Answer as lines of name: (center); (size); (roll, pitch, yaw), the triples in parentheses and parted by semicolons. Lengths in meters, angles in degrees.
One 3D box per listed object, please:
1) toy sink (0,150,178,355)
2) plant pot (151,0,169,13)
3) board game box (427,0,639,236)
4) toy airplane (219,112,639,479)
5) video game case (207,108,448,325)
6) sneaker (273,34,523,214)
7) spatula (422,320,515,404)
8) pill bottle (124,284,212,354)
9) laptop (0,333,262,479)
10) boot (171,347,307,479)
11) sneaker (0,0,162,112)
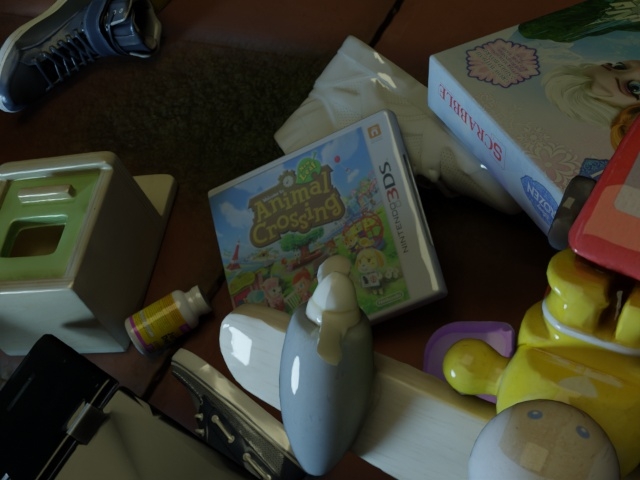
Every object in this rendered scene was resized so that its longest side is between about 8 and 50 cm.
toy sink: (-0.269, -0.009, 1.259); (0.153, 0.131, 0.234); (-3, 52, 22)
plant pot: (-0.264, -0.463, 1.584); (0.212, 0.187, 0.212); (25, 67, 38)
board game box: (0.309, -0.104, 1.034); (0.318, 0.066, 0.318); (-22, 48, -16)
toy airplane: (0.148, 0.150, 0.766); (0.386, 0.272, 0.384); (-25, 85, 20)
video game case: (0.000, 0.000, 1.129); (0.212, 0.023, 0.193); (-23, 67, 22)
sneaker: (0.075, -0.070, 1.181); (0.169, 0.108, 0.292); (-50, 52, 2)
spatula: (0.103, 0.200, 0.983); (0.084, 0.030, 0.296); (0, 54, 26)
pill bottle: (-0.153, 0.079, 1.193); (0.083, 0.043, 0.043); (-30, 47, 1)
laptop: (-0.218, 0.325, 1.008); (0.382, 0.236, 0.408); (-55, 23, -11)
boot: (-0.093, 0.175, 1.070); (0.190, 0.069, 0.086); (33, 78, 39)
sneaker: (-0.304, -0.243, 1.495); (0.163, 0.086, 0.226); (18, 62, 38)
